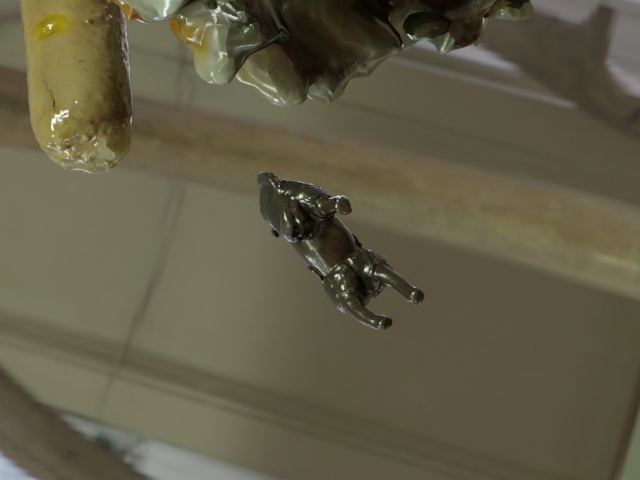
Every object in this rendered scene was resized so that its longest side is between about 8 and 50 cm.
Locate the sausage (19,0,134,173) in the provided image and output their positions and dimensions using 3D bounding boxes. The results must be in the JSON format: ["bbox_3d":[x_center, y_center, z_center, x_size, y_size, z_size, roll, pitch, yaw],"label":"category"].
[{"bbox_3d":[-0.150,-0.161,1.032,0.066,0.066,0.301,92,167,-54],"label":"sausage"}]

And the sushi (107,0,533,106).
[{"bbox_3d":[0.061,-0.246,0.640,0.417,0.176,0.417,-27,-36,-22],"label":"sushi"}]

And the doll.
[{"bbox_3d":[0.000,0.000,1.442,0.057,0.139,0.165,-43,18,-8],"label":"doll"}]
